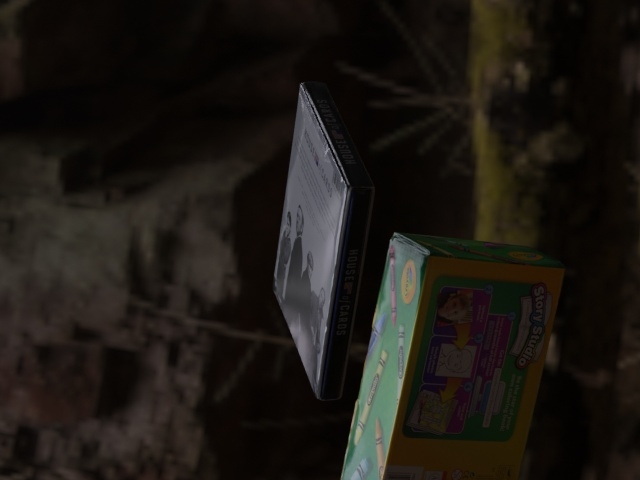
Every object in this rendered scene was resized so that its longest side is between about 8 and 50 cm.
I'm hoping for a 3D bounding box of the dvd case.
[{"bbox_3d":[0.000,0.000,1.807,0.179,0.029,0.239,-113,26,-51],"label":"dvd case"}]

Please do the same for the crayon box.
[{"bbox_3d":[0.132,0.140,1.968,0.165,0.081,0.278,6,-78,-29],"label":"crayon box"}]
